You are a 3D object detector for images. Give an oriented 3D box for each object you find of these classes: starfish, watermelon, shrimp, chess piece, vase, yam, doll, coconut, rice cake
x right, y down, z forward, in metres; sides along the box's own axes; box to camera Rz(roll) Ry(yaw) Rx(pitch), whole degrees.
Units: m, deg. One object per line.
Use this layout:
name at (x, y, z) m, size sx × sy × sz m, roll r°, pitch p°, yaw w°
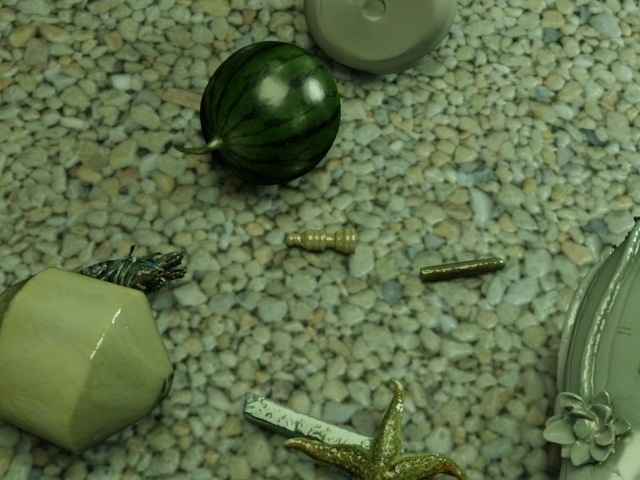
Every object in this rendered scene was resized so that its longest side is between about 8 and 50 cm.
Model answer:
starfish at (0.060, 0.269, 1.444) m, size 0.217 × 0.050 × 0.223 m, roll 11°, pitch 76°, yaw 12°
watermelon at (-0.074, -0.164, 1.643) m, size 0.214 × 0.188 × 0.188 m, roll -31°, pitch 65°, yaw -36°
shrimp at (-0.254, 0.043, 1.567) m, size 0.174 × 0.082 × 0.076 m, roll -18°, pitch 66°, yaw -8°
chess piece at (0.000, 0.000, 1.645) m, size 0.092 × 0.035 × 0.035 m, roll 1°, pitch 58°, yaw 0°
vase at (0.375, 0.202, 1.446) m, size 0.250 × 0.250 × 0.445 m, roll 24°, pitch 62°, yaw 9°
yam at (0.187, 0.038, 1.644) m, size 0.116 × 0.021 × 0.021 m, roll -7°, pitch 59°, yaw -11°
doll at (0.101, -0.360, 1.806) m, size 0.251 × 0.221 × 0.221 m, roll -18°, pitch 58°, yaw 16°
coconut at (-0.277, 0.139, 1.437) m, size 0.222 × 0.202 × 0.202 m, roll 20°, pitch 58°, yaw 11°
rice cake at (0.006, 0.232, 1.493) m, size 0.211 × 0.043 × 0.034 m, roll 20°, pitch 70°, yaw 5°
